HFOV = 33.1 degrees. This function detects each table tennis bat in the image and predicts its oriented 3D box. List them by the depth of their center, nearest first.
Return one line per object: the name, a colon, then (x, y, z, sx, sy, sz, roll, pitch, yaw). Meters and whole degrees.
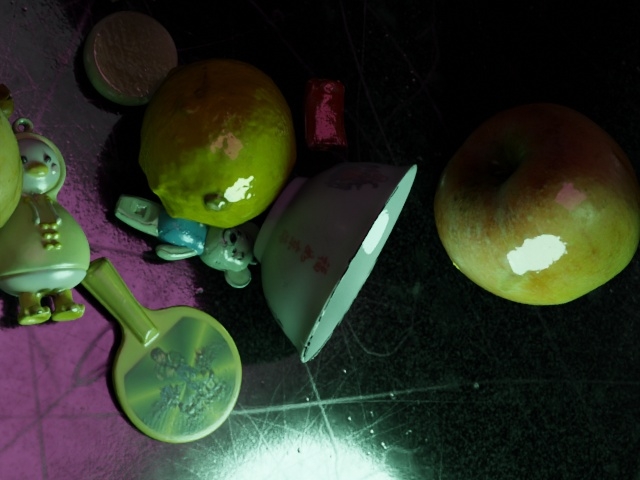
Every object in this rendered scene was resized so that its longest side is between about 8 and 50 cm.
table tennis bat: (-0.246, 0.158, 1.608, 0.198, 0.050, 0.321, -43, 107, -23)

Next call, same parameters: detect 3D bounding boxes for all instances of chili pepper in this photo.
chili pepper: (0.008, -0.207, 1.764, 0.070, 0.073, 0.123, 11, 77, -68)

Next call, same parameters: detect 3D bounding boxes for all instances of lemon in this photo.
lemon: (-0.150, -0.147, 1.579, 0.233, 0.233, 0.288, 14, 44, -24)

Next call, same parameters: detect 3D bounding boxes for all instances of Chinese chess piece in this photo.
Chinese chess piece: (-0.288, -0.275, 1.633, 0.144, 0.058, 0.144, 3, 84, -27)

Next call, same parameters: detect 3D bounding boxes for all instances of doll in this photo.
doll: (-0.401, -0.031, 1.510, 0.141, 0.117, 0.296, -7, 87, -30)

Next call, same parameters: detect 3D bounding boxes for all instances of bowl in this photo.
bowl: (0.000, 0.000, 1.633, 0.157, 0.345, 0.345, 30, 69, 8)

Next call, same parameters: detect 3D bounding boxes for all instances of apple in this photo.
apple: (0.365, -0.049, 1.789, 0.305, 0.338, 0.338, 44, 66, -36)

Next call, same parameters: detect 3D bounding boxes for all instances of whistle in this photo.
whistle: (-0.197, -0.014, 1.634, 0.235, 0.077, 0.114, 23, 65, -19)

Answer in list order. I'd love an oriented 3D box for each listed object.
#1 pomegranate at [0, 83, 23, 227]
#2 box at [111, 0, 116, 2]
pomegranate: (-0.529, -0.093, 1.355, 0.307, 0.307, 0.307, 4, 82, -26)
box: (-0.351, -0.542, 1.553, 0.051, 0.204, 0.365, -34, 98, -26)
